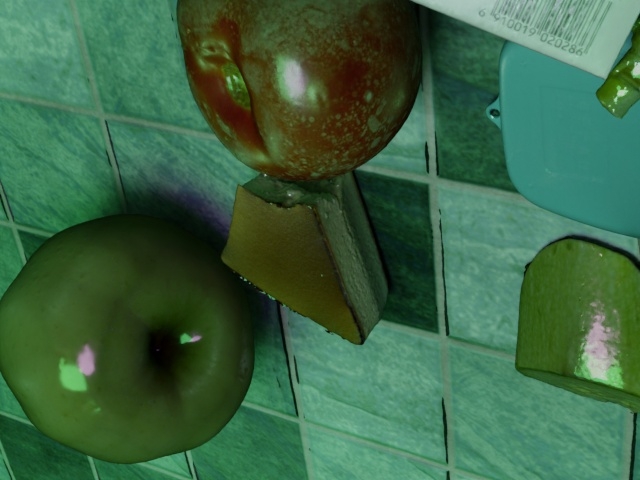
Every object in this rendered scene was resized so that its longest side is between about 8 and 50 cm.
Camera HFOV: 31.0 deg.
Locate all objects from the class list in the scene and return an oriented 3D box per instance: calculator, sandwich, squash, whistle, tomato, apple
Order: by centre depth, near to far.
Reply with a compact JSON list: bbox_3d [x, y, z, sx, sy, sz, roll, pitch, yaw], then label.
[{"bbox_3d":[0.324,-0.197,1.044,0.104,0.057,0.198,39,117,8],"label":"whistle"},{"bbox_3d":[0.342,-0.104,1.154,0.386,0.054,0.256,13,131,31],"label":"calculator"},{"bbox_3d":[-0.013,-0.200,1.197,0.270,0.222,0.270,40,147,34],"label":"tomato"},{"bbox_3d":[0.341,0.106,1.353,0.236,0.155,0.204,12,168,28],"label":"squash"},{"bbox_3d":[0.000,0.000,1.437,0.220,0.108,0.186,32,138,12],"label":"sandwich"},{"bbox_3d":[-0.267,0.133,1.579,0.357,0.357,0.357,19,134,21],"label":"apple"}]

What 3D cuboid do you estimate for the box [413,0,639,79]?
[{"bbox_3d":[0.168,-0.295,1.002,0.274,0.116,0.203,22,122,2],"label":"box"}]

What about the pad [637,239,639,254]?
[{"bbox_3d":[0.441,0.089,1.276,0.159,0.009,0.265,4,126,34],"label":"pad"}]
